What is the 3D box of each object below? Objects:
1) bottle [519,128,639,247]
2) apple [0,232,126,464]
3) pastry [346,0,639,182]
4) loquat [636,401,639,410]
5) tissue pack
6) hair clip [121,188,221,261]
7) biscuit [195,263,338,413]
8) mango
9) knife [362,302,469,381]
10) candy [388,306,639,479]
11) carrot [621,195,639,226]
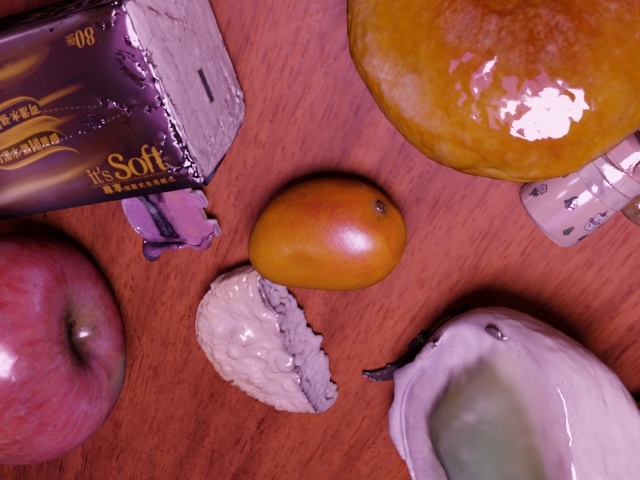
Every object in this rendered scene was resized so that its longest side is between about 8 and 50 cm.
[{"bbox_3d":[0.303,-0.071,0.690,0.099,0.099,0.152,37,123,-11],"label":"bottle"},{"bbox_3d":[-0.448,0.157,0.914,0.269,0.345,0.344,-10,120,13],"label":"apple"},{"bbox_3d":[0.183,-0.223,0.545,0.356,0.164,0.356,4,106,13],"label":"pastry"},{"bbox_3d":[0.457,0.305,0.843,0.246,0.213,0.213,32,127,7],"label":"loquat"},{"bbox_3d":[-0.286,-0.162,0.726,0.370,0.198,0.210,-8,119,19],"label":"tissue pack"},{"bbox_3d":[-0.220,-0.044,0.869,0.146,0.056,0.187,-2,143,20],"label":"hair clip"},{"bbox_3d":[-0.094,0.167,0.966,0.179,0.084,0.281,-15,119,23],"label":"biscuit"},{"bbox_3d":[0.000,-0.005,0.802,0.221,0.120,0.151,-2,124,26],"label":"mango"},{"bbox_3d":[0.147,0.162,0.934,0.045,0.021,0.222,40,125,-9],"label":"knife"},{"bbox_3d":[0.253,0.290,0.835,0.386,0.186,0.427,65,149,17],"label":"candy"},{"bbox_3d":[0.481,0.022,0.722,0.342,0.070,0.070,26,126,-1],"label":"carrot"}]
